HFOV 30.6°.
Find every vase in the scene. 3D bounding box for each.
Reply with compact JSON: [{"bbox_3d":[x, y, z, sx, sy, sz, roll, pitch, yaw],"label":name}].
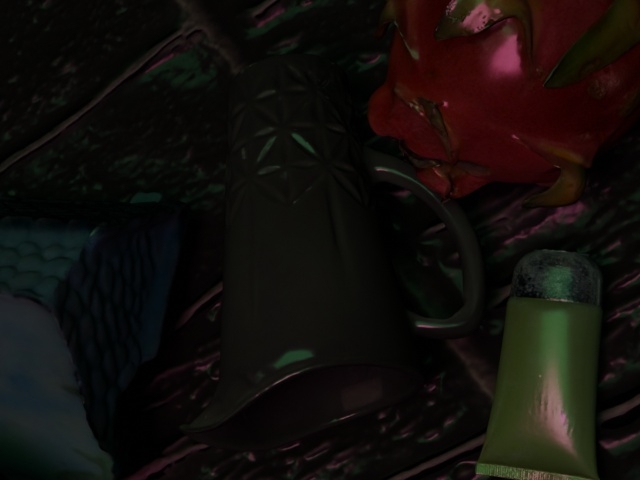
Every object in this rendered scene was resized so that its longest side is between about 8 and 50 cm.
[{"bbox_3d":[0.000,0.000,0.937,0.251,0.156,0.301,-9,66,5],"label":"vase"}]

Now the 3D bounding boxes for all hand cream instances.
[{"bbox_3d":[0.172,0.095,0.883,0.095,0.046,0.175,4,84,24],"label":"hand cream"}]

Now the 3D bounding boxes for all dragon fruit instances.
[{"bbox_3d":[0.146,-0.144,0.865,0.227,0.224,0.224,-44,62,-14],"label":"dragon fruit"}]

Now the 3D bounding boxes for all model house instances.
[{"bbox_3d":[-0.258,0.052,1.028,0.261,0.226,0.241,4,41,22],"label":"model house"}]

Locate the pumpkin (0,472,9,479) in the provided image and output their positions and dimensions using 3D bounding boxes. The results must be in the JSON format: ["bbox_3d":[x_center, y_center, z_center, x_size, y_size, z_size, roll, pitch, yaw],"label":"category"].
[{"bbox_3d":[-0.347,0.279,0.921,0.225,0.303,0.256,22,77,8],"label":"pumpkin"}]
